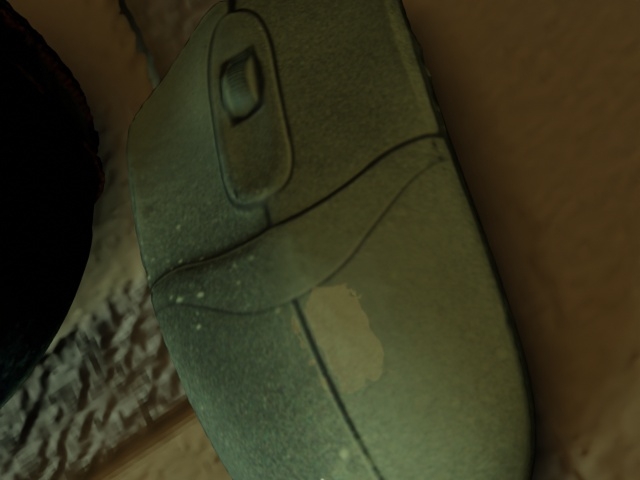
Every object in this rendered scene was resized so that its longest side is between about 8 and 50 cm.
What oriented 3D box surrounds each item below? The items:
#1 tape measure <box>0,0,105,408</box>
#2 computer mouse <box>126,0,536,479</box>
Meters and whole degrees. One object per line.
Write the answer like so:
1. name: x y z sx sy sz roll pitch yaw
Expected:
1. tape measure: -0.188 -0.007 0.610 0.223 0.135 0.202 -38 52 5
2. computer mouse: -0.002 0.000 0.553 0.113 0.068 0.229 -28 64 14
